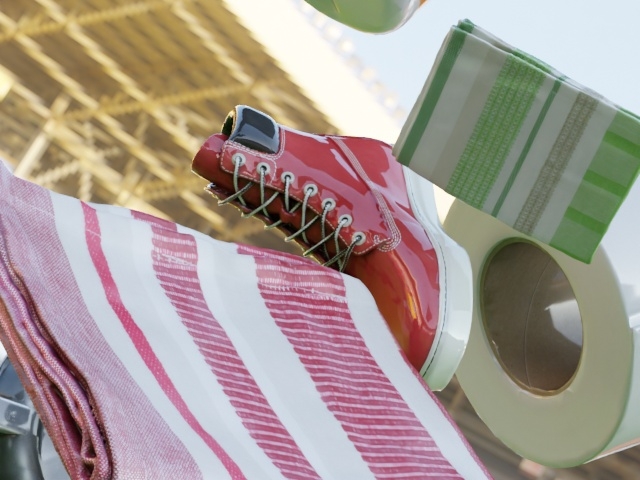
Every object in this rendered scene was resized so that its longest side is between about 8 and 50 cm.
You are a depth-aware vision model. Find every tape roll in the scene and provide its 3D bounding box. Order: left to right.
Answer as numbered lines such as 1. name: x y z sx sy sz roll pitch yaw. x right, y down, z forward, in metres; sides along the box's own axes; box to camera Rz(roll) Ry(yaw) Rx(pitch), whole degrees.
1. tape roll: 0.230 0.046 1.419 0.246 0.169 0.246 28 -56 51

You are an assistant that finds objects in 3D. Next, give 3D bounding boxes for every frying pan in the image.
1. frying pan: -0.239 0.129 1.427 0.053 0.197 0.326 -5 -45 29

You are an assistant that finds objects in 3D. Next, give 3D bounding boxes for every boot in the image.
1. boot: 0.000 0.000 1.175 0.176 0.088 0.244 15 31 -22

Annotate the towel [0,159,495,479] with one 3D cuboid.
1. towel: -0.034 0.070 0.935 0.329 0.037 0.237 19 28 -45

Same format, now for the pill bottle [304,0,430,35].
1. pill bottle: 0.113 -0.372 1.417 0.224 0.392 0.224 42 -15 13

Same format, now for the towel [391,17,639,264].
1. towel: 0.133 -0.064 1.139 0.152 0.023 0.113 29 -59 8
